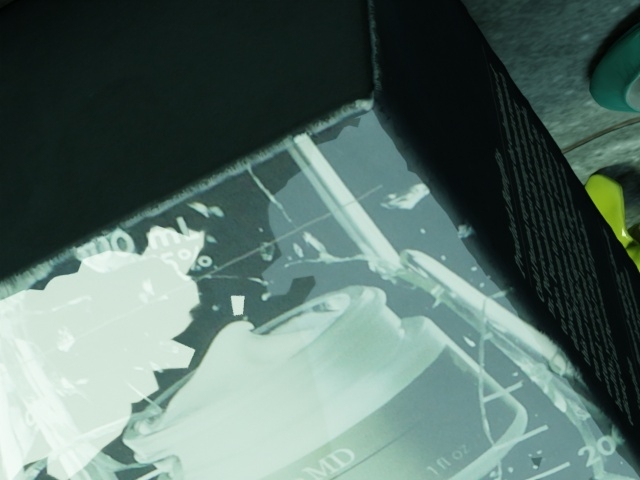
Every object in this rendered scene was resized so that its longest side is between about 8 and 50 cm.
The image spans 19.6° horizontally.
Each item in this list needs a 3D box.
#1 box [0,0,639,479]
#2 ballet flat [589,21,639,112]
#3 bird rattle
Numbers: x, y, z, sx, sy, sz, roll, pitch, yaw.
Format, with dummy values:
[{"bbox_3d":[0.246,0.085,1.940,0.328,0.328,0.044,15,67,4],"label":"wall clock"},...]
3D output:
[{"bbox_3d":[-0.063,0.090,1.145,0.480,0.297,0.472,-27,125,17],"label":"box"},{"bbox_3d":[0.283,-0.142,1.379,0.083,0.087,0.247,7,148,-27],"label":"ballet flat"},{"bbox_3d":[0.329,0.005,1.725,0.207,0.143,0.253,-43,155,14],"label":"bird rattle"}]
